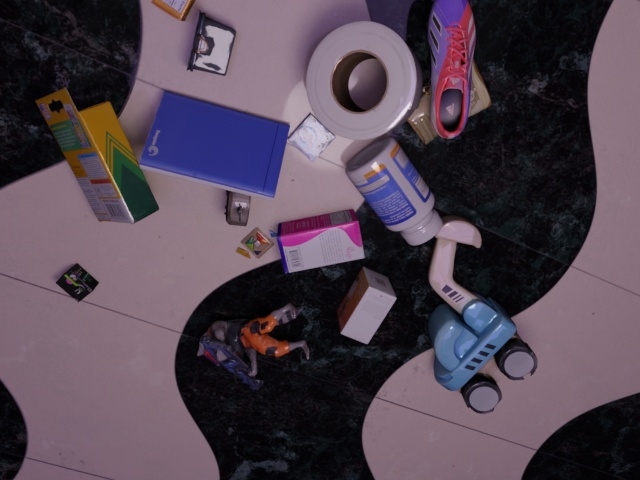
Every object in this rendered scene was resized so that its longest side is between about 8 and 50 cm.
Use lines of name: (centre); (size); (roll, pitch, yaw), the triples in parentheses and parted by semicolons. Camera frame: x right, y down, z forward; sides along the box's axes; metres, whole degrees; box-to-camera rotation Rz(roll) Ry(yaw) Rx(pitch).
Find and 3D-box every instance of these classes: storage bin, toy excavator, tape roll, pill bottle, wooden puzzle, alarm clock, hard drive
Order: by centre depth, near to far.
tape roll: (0.105, -0.359, 1.093); (0.246, 0.169, 0.246); (5, 106, 16)
storage bin: (-0.254, -0.454, 1.117); (0.091, 0.098, 0.135); (11, 112, -19)
hard drive: (-0.249, -0.231, 1.165); (0.318, 0.040, 0.210); (13, 68, -9)
alarm clock: (-0.209, -0.095, 1.209); (0.064, 0.192, 0.129); (4, 112, -16)
pill bottle: (0.201, -0.121, 1.247); (0.152, 0.152, 0.272); (-35, 111, 11)
wooden puzzle: (-0.179, 0.010, 1.352); (0.078, 0.014, 0.116); (38, 105, -17)
toy excavator: (0.412, 0.208, 1.382); (0.445, 0.222, 0.433); (35, 105, -7)

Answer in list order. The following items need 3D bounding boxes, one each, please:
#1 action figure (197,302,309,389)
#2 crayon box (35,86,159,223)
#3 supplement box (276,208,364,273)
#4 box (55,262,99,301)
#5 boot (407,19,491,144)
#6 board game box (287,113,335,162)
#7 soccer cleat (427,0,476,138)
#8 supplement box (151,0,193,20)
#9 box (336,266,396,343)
action figure: (-0.202, 0.309, 1.431); (0.330, 0.178, 0.341); (-8, 140, 7)
crayon box: (-0.532, -0.203, 1.145); (0.203, 0.083, 0.323); (5, 123, 43)
supplement box: (0.000, 0.000, 1.306); (0.220, 0.114, 0.111); (-10, 112, 2)
box: (-0.686, 0.119, 1.347); (0.062, 0.052, 0.083); (-36, 111, 11)
boot: (0.275, -0.390, 1.174); (0.203, 0.095, 0.262); (-32, 113, 11)
board game box: (-0.023, -0.267, 1.243); (0.090, 0.020, 0.090); (40, 104, -18)
soccer cleat: (0.294, -0.387, 1.060); (0.108, 0.116, 0.318); (-1, 111, 7)
supplement box: (-0.283, -0.609, 1.054); (0.080, 0.078, 0.233); (32, 108, -18)
box: (0.129, 0.186, 1.382); (0.091, 0.130, 0.170); (24, 109, -14)
